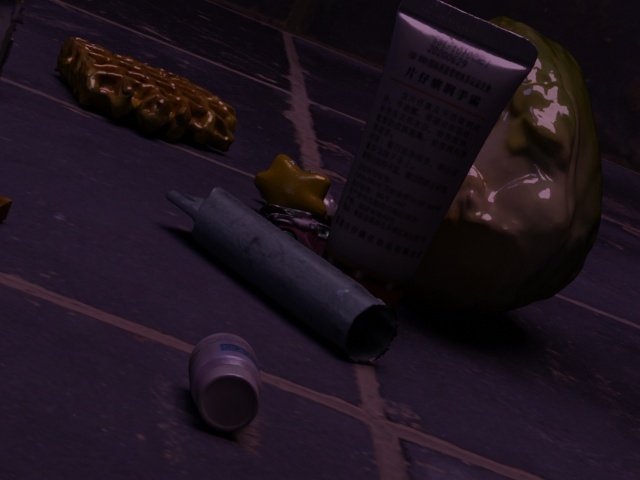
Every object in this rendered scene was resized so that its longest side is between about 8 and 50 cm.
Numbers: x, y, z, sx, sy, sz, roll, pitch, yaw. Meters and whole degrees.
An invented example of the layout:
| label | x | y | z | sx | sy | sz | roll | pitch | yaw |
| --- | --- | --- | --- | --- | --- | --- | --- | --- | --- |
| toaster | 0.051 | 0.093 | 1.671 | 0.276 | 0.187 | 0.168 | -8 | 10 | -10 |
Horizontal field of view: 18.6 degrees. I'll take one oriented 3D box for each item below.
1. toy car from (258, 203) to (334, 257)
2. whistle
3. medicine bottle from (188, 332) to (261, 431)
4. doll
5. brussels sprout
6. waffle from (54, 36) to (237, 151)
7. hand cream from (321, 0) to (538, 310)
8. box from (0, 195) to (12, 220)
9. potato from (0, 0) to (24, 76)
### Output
| label | x | y | z | sx | sy | sz | roll | pitch | yaw |
| --- | --- | --- | --- | --- | --- | --- | --- | --- | --- |
| toy car | 0.000 | 0.000 | 2.021 | 0.142 | 0.055 | 0.069 | 23 | 10 | -14 |
| whistle | -0.043 | 0.021 | 1.829 | 0.062 | 0.062 | 0.312 | 12 | 16 | -43 |
| medicine bottle | -0.069 | 0.103 | 1.424 | 0.052 | 0.052 | 0.089 | 20 | 12 | -11 |
| doll | -0.013 | -0.036 | 2.172 | 0.135 | 0.071 | 0.113 | 30 | -6 | 5 |
| brussels sprout | 0.163 | -0.071 | 2.066 | 0.268 | 0.344 | 0.344 | 2 | 9 | 10 |
| waffle | -0.201 | -0.171 | 2.412 | 0.229 | 0.057 | 0.219 | 19 | 12 | -22 |
| hand cream | 0.079 | -0.074 | 1.862 | 0.140 | 0.314 | 0.089 | 27 | 15 | 6 |
| box | -0.349 | -0.051 | 1.673 | 0.156 | 0.022 | 0.089 | 24 | 10 | 6 |
| potato | -0.380 | -0.227 | 2.172 | 0.086 | 0.122 | 0.061 | 23 | 5 | -5 |
